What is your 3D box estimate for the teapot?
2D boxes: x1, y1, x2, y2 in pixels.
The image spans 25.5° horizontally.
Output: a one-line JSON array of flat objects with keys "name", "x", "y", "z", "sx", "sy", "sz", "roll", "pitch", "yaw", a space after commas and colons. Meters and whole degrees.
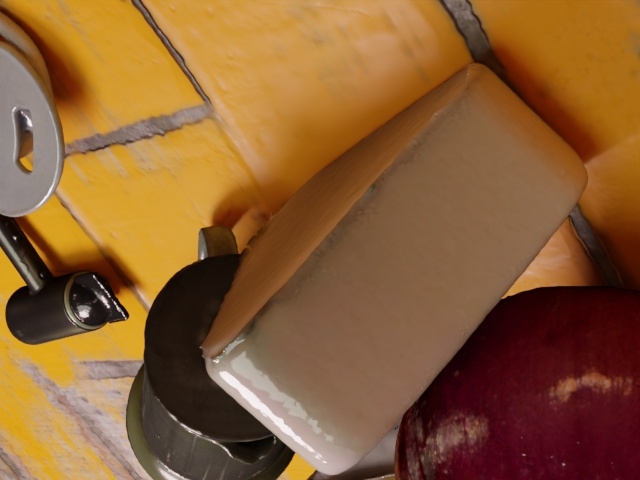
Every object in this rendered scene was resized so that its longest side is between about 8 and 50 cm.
[{"name": "teapot", "x": -0.097, "y": 0.114, "z": 1.447, "sx": 0.200, "sy": 0.270, "sz": 0.337, "roll": -2, "pitch": 161, "yaw": -9}]

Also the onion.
[{"name": "onion", "x": 0.234, "y": 0.232, "z": 1.149, "sx": 0.347, "sy": 0.385, "sz": 0.348, "roll": -2, "pitch": 148, "yaw": -1}]

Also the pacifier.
[{"name": "pacifier", "x": -0.403, "y": -0.128, "z": 1.471, "sx": 0.279, "sy": 0.207, "sz": 0.227, "roll": 18, "pitch": 124, "yaw": 26}]

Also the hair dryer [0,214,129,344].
[{"name": "hair dryer", "x": -0.351, "y": 0.010, "z": 1.710, "sx": 0.195, "sy": 0.078, "sz": 0.248, "roll": -16, "pitch": 114, "yaw": 48}]

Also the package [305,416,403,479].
[{"name": "package", "x": 0.109, "y": 0.250, "z": 1.475, "sx": 0.221, "sy": 0.165, "sz": 0.311, "roll": 46, "pitch": 146, "yaw": -12}]

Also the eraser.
[{"name": "eraser", "x": 0.034, "y": 0.038, "z": 1.171, "sx": 0.150, "sy": 0.331, "sz": 0.331, "roll": 44, "pitch": 145, "yaw": -10}]
